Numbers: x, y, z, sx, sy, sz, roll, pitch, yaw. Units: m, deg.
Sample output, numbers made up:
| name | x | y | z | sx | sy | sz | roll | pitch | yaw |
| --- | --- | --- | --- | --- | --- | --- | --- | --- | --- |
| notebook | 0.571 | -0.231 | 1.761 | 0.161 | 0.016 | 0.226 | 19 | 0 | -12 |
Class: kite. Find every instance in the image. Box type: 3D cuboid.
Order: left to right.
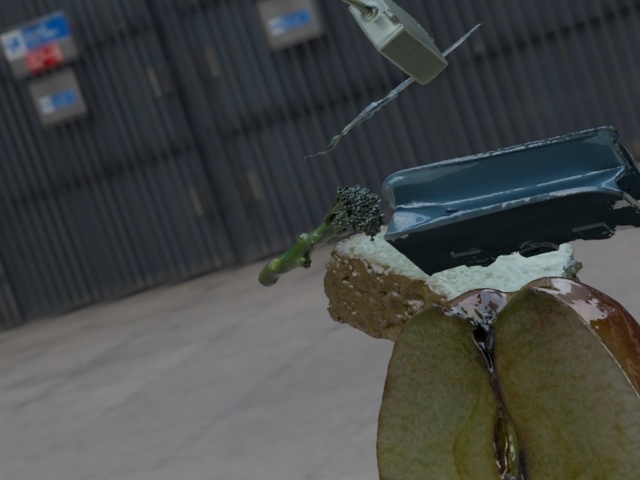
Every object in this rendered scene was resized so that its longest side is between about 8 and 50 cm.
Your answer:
| name | x | y | z | sx | sy | sz | roll | pitch | yaw |
| --- | --- | --- | --- | --- | --- | --- | --- | --- | --- |
| kite | 0.108 | -0.212 | 2.272 | 0.310 | 0.015 | 0.169 | -41 | 5 | -25 |

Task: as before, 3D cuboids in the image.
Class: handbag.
| name | x | y | z | sx | sy | sz | roll | pitch | yaw |
| --- | --- | --- | --- | --- | --- | --- | --- | --- | --- |
| handbag | 0.183 | -0.027 | 1.494 | 0.229 | 0.062 | 0.179 | -12 | -21 | 19 |

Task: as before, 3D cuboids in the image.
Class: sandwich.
| name | x | y | z | sx | sy | sz | roll | pitch | yaw |
| --- | --- | --- | --- | --- | --- | --- | --- | --- | --- |
| sandwich | 0.202 | 0.067 | 2.133 | 0.262 | 0.131 | 0.325 | -19 | 28 | -34 |

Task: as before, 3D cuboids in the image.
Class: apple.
| name | x | y | z | sx | sy | sz | roll | pitch | yaw |
| --- | --- | --- | --- | --- | --- | --- | --- | --- | --- |
| apple | 0.221 | 0.223 | 1.699 | 0.328 | 0.365 | 0.295 | -8 | -6 | -3 |

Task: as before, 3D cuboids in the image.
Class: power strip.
| name | x | y | z | sx | sy | sz | roll | pitch | yaw |
| --- | --- | --- | --- | --- | --- | --- | --- | --- | --- |
| power strip | 0.072 | -0.227 | 1.735 | 0.042 | 0.075 | 0.175 | -41 | -34 | 14 |

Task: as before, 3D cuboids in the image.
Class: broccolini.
| name | x | y | z | sx | sy | sz | roll | pitch | yaw |
| --- | --- | --- | --- | --- | --- | --- | --- | --- | --- |
| broccolini | -0.001 | -0.002 | 1.790 | 0.216 | 0.067 | 0.058 | -36 | 24 | 54 |
